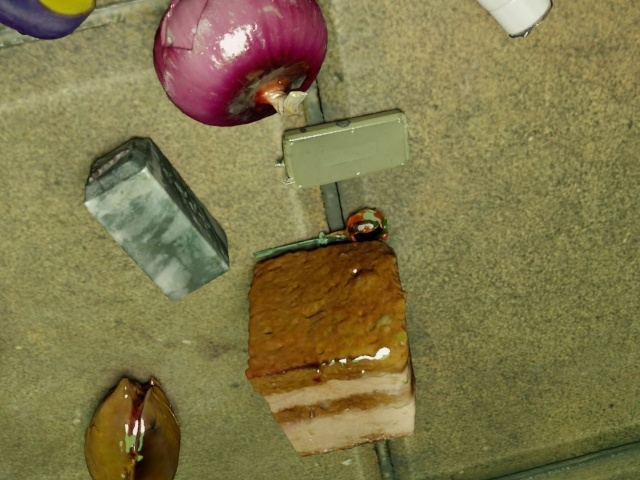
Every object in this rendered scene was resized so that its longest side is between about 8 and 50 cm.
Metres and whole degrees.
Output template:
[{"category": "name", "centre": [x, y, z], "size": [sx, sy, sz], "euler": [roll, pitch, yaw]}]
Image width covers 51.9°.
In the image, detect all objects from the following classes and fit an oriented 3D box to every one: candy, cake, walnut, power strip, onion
[{"category": "candy", "centre": [0.000, 0.000, 0.873], "size": [0.185, 0.049, 0.055], "euler": [-13, 94, 8]}, {"category": "cake", "centre": [0.032, 0.165, 0.877], "size": [0.199, 0.196, 0.293], "euler": [-13, 133, 5]}, {"category": "walnut", "centre": [-0.276, 0.302, 0.966], "size": [0.137, 0.137, 0.245], "euler": [-2, 123, -9]}, {"category": "power strip", "centre": [0.025, -0.110, 0.805], "size": [0.169, 0.028, 0.076], "euler": [-12, 125, -5]}, {"category": "onion", "centre": [-0.076, -0.187, 0.652], "size": [0.177, 0.177, 0.153], "euler": [-26, 102, 7]}]

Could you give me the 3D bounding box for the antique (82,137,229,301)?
[{"category": "antique", "centre": [-0.194, -0.028, 0.783], "size": [0.086, 0.088, 0.183], "euler": [-29, 124, 8]}]

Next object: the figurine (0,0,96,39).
[{"category": "figurine", "centre": [-0.123, -0.320, 0.561], "size": [0.421, 0.154, 0.193], "euler": [-39, 141, 20]}]

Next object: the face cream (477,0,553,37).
[{"category": "face cream", "centre": [0.149, -0.316, 0.678], "size": [0.244, 0.058, 0.092], "euler": [39, 114, -23]}]
